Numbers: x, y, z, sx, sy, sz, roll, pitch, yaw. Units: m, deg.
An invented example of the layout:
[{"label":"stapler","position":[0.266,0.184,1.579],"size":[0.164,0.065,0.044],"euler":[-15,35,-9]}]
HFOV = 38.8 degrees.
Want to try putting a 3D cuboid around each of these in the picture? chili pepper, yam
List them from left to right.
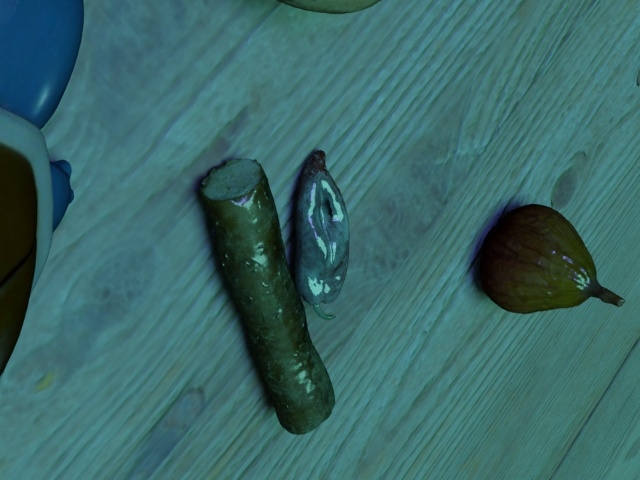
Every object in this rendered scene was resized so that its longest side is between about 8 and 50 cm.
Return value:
[{"label":"yam","position":[-0.041,0.054,0.756],"size":[0.061,0.061,0.253],"euler":[-34,126,-28]},{"label":"chili pepper","position":[0.001,0.000,0.786],"size":[0.050,0.041,0.153],"euler":[-23,122,-53]}]

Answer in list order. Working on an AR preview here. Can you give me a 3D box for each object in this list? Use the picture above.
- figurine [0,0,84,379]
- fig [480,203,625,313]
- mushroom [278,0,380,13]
[{"label":"figurine","position":[-0.256,0.017,0.463],"size":[0.297,0.243,0.417],"euler":[19,72,-36]},{"label":"fig","position":[0.229,0.032,0.949],"size":[0.119,0.153,0.119],"euler":[-4,114,-10]},{"label":"mushroom","position":[0.003,-0.243,0.638],"size":[0.166,0.127,0.166],"euler":[-2,95,-22]}]
